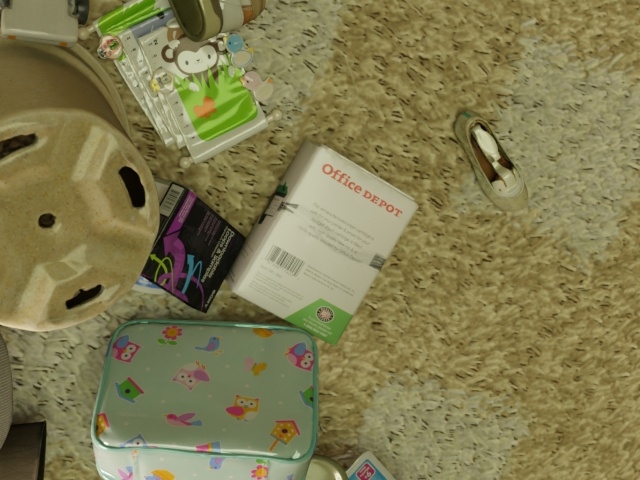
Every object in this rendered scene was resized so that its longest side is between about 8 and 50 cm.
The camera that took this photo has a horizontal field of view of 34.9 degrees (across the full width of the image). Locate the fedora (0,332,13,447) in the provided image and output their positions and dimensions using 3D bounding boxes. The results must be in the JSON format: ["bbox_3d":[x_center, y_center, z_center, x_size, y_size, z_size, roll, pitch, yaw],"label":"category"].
[{"bbox_3d":[-0.431,0.189,1.153,0.124,0.243,0.276,10,76,-40],"label":"fedora"}]

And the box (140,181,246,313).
[{"bbox_3d":[-0.162,0.013,1.262,0.116,0.029,0.162,-63,150,-10],"label":"box"}]

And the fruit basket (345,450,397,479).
[{"bbox_3d":[0.047,0.508,1.414,0.327,0.165,0.353,-41,111,-3],"label":"fruit basket"}]

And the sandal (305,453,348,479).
[{"bbox_3d":[-0.112,0.330,1.270,0.302,0.086,0.120,-13,86,-4],"label":"sandal"}]

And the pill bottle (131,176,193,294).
[{"bbox_3d":[-0.209,-0.007,1.282,0.078,0.078,0.137,14,99,-16],"label":"pill bottle"}]

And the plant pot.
[{"bbox_3d":[-0.322,-0.057,1.086,0.333,0.305,0.334,-10,112,-25],"label":"plant pot"}]

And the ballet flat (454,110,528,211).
[{"bbox_3d":[0.236,-0.101,1.384,0.057,0.052,0.168,-39,108,-3],"label":"ballet flat"}]

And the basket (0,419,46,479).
[{"bbox_3d":[-0.464,0.318,1.257,0.226,0.154,0.205,4,101,-11],"label":"basket"}]

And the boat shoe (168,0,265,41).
[{"bbox_3d":[-0.154,-0.394,1.206,0.103,0.113,0.302,-25,106,-29],"label":"boat shoe"}]

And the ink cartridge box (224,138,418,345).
[{"bbox_3d":[0.000,0.000,1.326,0.160,0.092,0.219,30,93,-18],"label":"ink cartridge box"}]

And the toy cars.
[{"bbox_3d":[-0.380,-0.367,1.123,0.176,0.087,0.394,-40,90,-30],"label":"toy cars"}]

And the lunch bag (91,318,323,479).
[{"bbox_3d":[-0.133,0.201,1.263,0.279,0.224,0.108,5,135,-4],"label":"lunch bag"}]

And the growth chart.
[{"bbox_3d":[-0.167,-0.212,1.279,0.172,0.021,0.237,-37,108,-5],"label":"growth chart"}]
